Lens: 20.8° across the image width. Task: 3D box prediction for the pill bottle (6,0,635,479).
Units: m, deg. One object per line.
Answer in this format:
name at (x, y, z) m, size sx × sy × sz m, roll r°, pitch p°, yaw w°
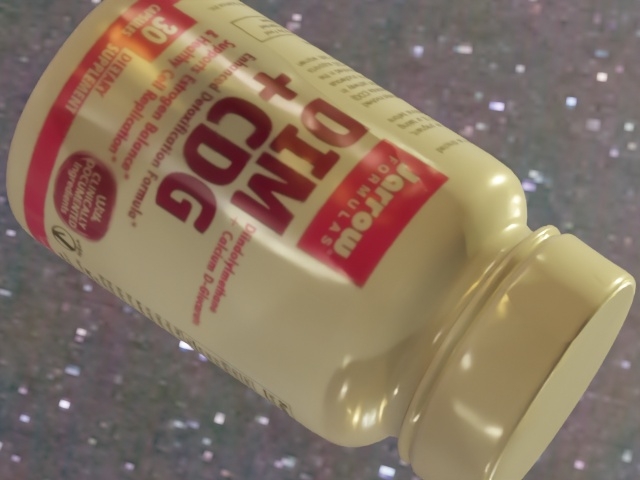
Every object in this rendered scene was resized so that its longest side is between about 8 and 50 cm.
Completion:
pill bottle at (0.000, 0.000, 0.861) m, size 0.160 × 0.283 × 0.160 m, roll -50°, pitch -19°, yaw -24°
